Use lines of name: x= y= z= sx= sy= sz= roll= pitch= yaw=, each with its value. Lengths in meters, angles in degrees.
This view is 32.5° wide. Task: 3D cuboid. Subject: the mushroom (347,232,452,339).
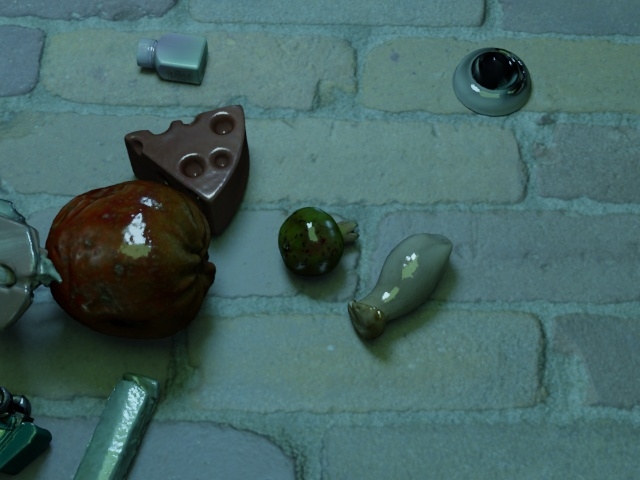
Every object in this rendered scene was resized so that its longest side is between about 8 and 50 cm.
mushroom: x=0.127 y=0.065 z=1.730 sx=0.097 sy=0.088 sz=0.212 roll=36 pitch=74 yaw=28

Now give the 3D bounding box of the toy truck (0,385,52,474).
toy truck: x=-0.526 y=0.259 z=1.619 sx=0.253 sy=0.114 sz=0.124 roll=15 pitch=74 yaw=8

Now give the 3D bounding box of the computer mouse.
computer mouse: x=-0.514 y=0.036 z=1.638 sx=0.389 sy=0.115 sz=0.200 roll=13 pitch=93 yaw=46

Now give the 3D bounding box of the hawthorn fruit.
hawthorn fruit: x=-0.286 y=0.025 z=1.658 sx=0.261 sy=0.258 sz=0.258 roll=28 pitch=66 yaw=20

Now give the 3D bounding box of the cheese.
cheese: x=-0.189 y=-0.139 z=1.824 sx=0.203 sy=0.128 sz=0.177 roll=37 pitch=66 yaw=22

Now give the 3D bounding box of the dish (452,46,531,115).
dish: x=0.306 y=-0.298 z=1.926 sx=0.141 sy=0.078 sz=0.141 roll=0 pitch=62 yaw=0

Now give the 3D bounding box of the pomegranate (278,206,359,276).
pomegranate: x=0.000 y=0.000 z=1.762 sx=0.142 sy=0.114 sz=0.114 roll=-14 pitch=60 yaw=-36

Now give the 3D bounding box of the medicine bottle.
medicine bottle: x=-0.264 y=-0.328 z=1.956 sx=0.117 sy=0.055 sz=0.074 roll=8 pitch=63 yaw=3

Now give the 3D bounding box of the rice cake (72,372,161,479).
rice cake: x=-0.322 y=0.344 z=1.597 sx=0.066 sy=0.063 sz=0.336 roll=16 pitch=64 yaw=12
